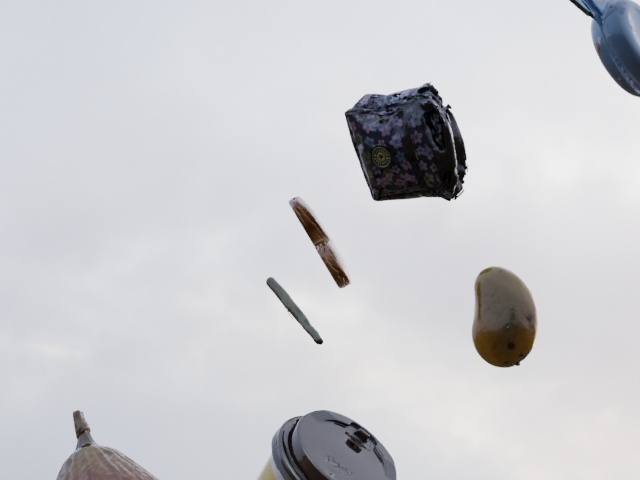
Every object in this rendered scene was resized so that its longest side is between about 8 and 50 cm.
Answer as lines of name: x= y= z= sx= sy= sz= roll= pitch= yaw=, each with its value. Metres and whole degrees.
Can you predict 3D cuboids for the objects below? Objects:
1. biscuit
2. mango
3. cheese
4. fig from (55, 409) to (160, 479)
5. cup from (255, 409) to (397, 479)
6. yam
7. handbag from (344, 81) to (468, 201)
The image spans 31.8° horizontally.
biscuit: x=0.000 y=0.000 z=2.037 sx=0.036 sy=0.192 sz=0.186 roll=-32 pitch=-4 yaw=1
mango: x=0.324 y=0.134 z=1.968 sx=0.115 sy=0.178 sz=0.090 roll=2 pitch=-15 yaw=11
cheese: x=0.357 y=-0.254 z=1.350 sx=0.052 sy=0.135 sz=0.245 roll=-28 pitch=-64 yaw=40
fig: x=-0.185 y=0.224 z=0.974 sx=0.119 sy=0.153 sz=0.119 roll=-9 pitch=-2 yaw=0
cup: x=-0.029 y=0.388 z=1.587 sx=0.196 sy=0.196 sz=0.280 roll=16 pitch=-61 yaw=-39
yam: x=-0.057 y=0.155 z=2.454 sx=0.029 sy=0.234 sz=0.027 roll=-40 pitch=-42 yaw=-1
handbag: x=0.167 y=-0.175 z=2.116 sx=0.207 sy=0.229 sz=0.126 roll=-5 pitch=18 yaw=36
